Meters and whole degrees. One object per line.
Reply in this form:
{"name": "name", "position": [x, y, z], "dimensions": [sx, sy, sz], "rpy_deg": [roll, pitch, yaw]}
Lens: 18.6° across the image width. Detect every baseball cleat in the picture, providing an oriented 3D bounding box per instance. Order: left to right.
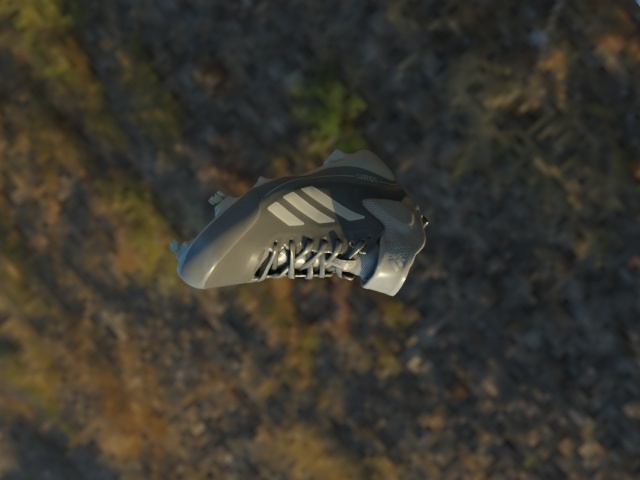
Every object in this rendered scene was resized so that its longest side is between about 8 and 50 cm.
{"name": "baseball cleat", "position": [0.000, 0.000, 1.289], "dimensions": [0.109, 0.206, 0.072], "rpy_deg": [44, 134, 16]}

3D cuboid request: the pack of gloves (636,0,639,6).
{"name": "pack of gloves", "position": [0.208, -0.125, 0.936], "dimensions": [0.232, 0.046, 0.195], "rpy_deg": [54, 171, 17]}
